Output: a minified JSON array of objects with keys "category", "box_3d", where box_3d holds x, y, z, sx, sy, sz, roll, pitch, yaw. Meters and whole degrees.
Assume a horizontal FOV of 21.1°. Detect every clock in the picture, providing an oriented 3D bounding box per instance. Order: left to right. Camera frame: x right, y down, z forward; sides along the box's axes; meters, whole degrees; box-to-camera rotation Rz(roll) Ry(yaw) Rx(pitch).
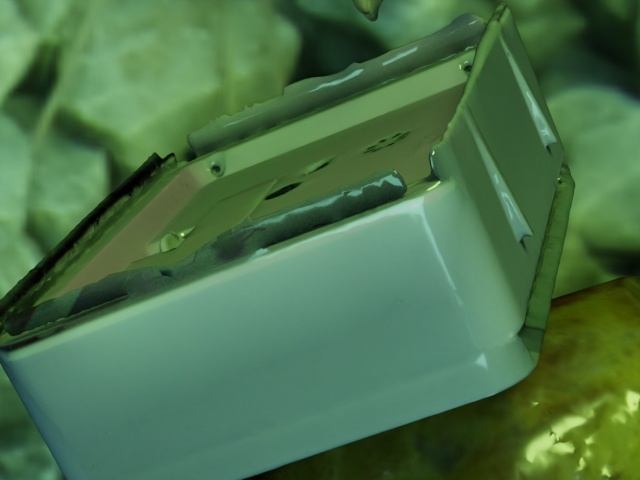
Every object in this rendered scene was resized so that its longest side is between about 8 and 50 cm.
[{"category":"clock","box_3d":[0.001,-0.001,0.535,0.144,0.193,0.073,-20,103,18]}]

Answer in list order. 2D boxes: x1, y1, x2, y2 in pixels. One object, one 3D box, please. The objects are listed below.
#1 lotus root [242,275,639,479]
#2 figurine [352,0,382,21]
[{"category":"lotus root","box_3d":[0.033,0.122,0.572,0.291,0.193,0.193,-41,95,20]},{"category":"figurine","box_3d":[0.023,-0.118,0.578,0.050,0.047,0.083,-21,94,2]}]
